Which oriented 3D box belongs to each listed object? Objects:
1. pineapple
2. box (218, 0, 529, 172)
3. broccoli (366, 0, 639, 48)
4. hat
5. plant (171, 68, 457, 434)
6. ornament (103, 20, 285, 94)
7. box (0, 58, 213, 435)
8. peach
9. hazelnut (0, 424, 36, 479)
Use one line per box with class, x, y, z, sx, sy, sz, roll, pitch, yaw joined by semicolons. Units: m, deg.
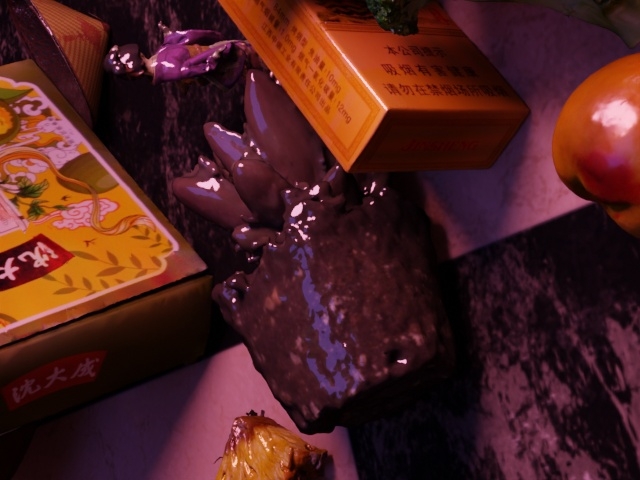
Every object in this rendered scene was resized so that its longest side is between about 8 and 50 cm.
pineapple;-0.050;0.219;1.541;0.137;0.069;0.116;-33;62;33
box;0.031;-0.176;1.351;0.274;0.174;0.076;55;128;30
broccoli;0.164;-0.256;1.203;0.254;0.269;0.269;120;141;-80
hat;-0.271;-0.219;1.748;0.193;0.082;0.193;52;163;23
plant;0.000;0.000;1.393;0.194;0.182;0.320;-38;69;41
ornament;-0.119;-0.175;1.501;0.088;0.203;0.081;-51;49;37
box;-0.374;0.008;1.627;0.420;0.373;0.138;47;142;34
peach;0.245;-0.073;1.166;0.138;0.138;0.138;2;93;47
hazelnut;-0.528;0.168;1.807;0.421;0.353;0.420;1;97;12
